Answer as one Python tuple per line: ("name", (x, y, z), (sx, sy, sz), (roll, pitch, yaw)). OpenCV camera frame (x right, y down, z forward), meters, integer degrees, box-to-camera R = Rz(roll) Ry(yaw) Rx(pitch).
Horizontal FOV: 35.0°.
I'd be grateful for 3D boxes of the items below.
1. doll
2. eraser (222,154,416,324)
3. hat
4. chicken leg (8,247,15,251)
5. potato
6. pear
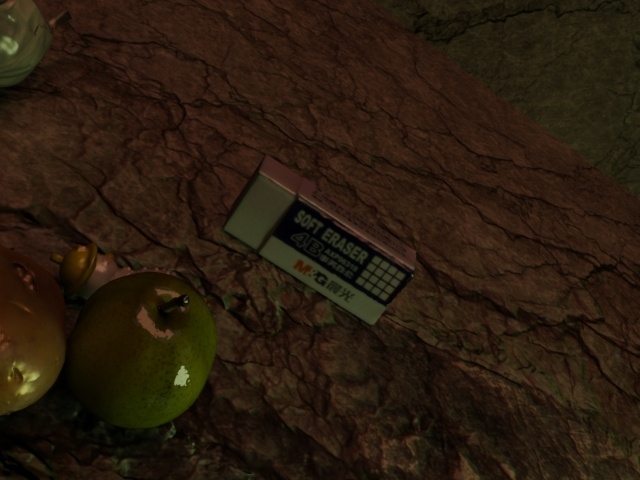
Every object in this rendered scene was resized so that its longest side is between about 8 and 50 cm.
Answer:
("doll", (-0.238, 0.060, 1.263), (0.207, 0.081, 0.129), (23, -9, -9))
("eraser", (0.000, 0.000, 1.574), (0.287, 0.130, 0.086), (32, 27, -7))
("hat", (-0.498, -0.309, 1.475), (0.232, 0.161, 0.275), (23, 8, -20))
("chicken leg", (-0.366, 0.040, 1.222), (0.036, 0.021, 0.083), (15, 34, -18))
("potato", (-0.346, 0.091, 1.051), (0.234, 0.146, 0.150), (-113, -177, -64))
("pear", (-0.189, 0.105, 1.119), (0.166, 0.216, 0.180), (35, 40, 1))
